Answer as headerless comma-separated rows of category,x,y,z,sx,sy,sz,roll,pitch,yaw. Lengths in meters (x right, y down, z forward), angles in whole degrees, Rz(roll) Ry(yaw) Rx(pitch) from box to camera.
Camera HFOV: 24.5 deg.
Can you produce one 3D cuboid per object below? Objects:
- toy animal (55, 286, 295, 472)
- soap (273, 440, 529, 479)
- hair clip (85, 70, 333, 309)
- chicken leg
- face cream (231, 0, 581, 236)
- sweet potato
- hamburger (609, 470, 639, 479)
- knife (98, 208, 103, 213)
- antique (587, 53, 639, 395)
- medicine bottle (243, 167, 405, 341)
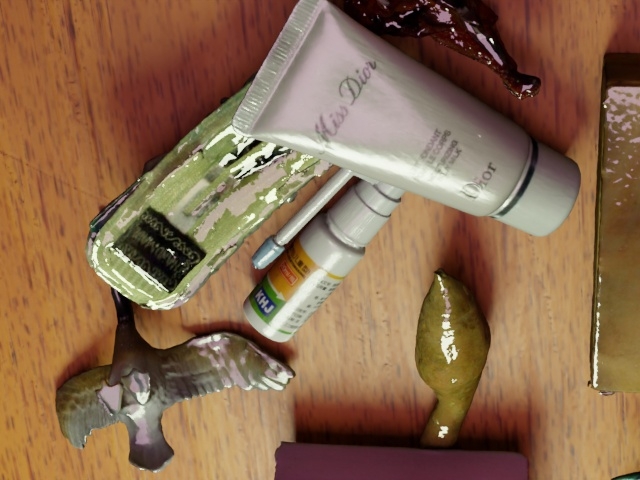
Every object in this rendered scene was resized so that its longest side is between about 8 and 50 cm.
toy animal,-0.174,0.124,1.471,0.272,0.160,0.197,-16,108,7
soap,0.084,0.297,1.511,0.259,0.081,0.181,2,126,7
hair clip,-0.081,-0.075,1.385,0.321,0.091,0.138,-39,128,13
chicken leg,0.103,-0.197,1.323,0.219,0.048,0.089,22,77,1
face cream,0.087,-0.098,1.320,0.314,0.089,0.143,24,112,-17
sweet potato,0.129,0.123,1.454,0.075,0.075,0.269,5,128,7
hamburger,0.409,0.313,1.465,0.260,0.150,0.276,16,131,20
knife,-0.186,-0.002,1.484,0.091,0.005,0.014,34,112,-7
antique,0.295,-0.011,1.357,0.087,0.093,0.310,1,113,8
medicine bottle,0.000,0.000,1.416,0.092,0.061,0.221,22,119,-39
